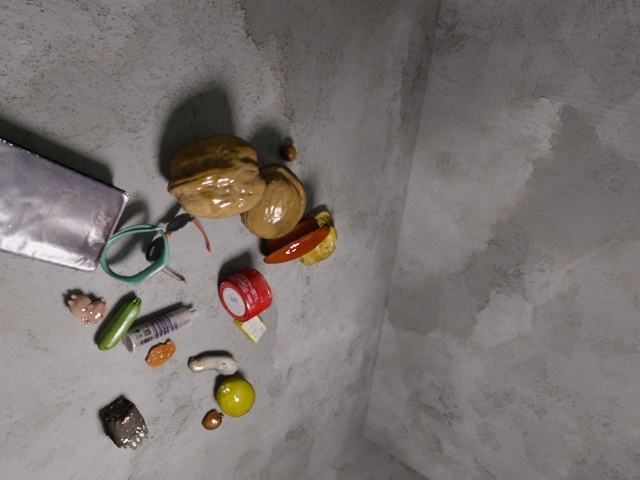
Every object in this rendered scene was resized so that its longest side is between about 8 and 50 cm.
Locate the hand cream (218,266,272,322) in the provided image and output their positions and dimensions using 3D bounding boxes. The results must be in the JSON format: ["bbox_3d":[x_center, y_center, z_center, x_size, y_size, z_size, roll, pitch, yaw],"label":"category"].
[{"bbox_3d":[-0.343,0.246,1.836,0.149,0.230,0.230,-28,127,-44],"label":"hand cream"}]

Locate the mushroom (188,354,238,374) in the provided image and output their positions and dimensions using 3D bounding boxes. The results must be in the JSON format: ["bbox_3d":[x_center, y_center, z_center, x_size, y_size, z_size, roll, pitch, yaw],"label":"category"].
[{"bbox_3d":[-0.497,0.584,1.906,0.278,0.096,0.099,27,39,-53],"label":"mushroom"}]

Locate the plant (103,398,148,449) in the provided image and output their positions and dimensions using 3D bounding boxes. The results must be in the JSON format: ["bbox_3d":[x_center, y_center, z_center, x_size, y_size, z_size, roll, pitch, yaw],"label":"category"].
[{"bbox_3d":[-0.762,0.727,1.580,0.132,0.129,0.194,-31,126,-39],"label":"plant"}]

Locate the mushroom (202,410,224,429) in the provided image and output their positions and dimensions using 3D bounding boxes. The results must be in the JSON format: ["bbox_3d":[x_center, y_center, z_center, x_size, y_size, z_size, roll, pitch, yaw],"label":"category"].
[{"bbox_3d":[-0.524,0.896,2.027,0.129,0.073,0.088,0,75,-56],"label":"mushroom"}]

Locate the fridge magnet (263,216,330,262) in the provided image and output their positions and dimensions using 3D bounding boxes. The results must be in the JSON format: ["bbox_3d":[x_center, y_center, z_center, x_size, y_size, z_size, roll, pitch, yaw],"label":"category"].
[{"bbox_3d":[-0.121,0.005,1.968,0.363,0.363,0.155,-28,89,-44],"label":"fridge magnet"}]

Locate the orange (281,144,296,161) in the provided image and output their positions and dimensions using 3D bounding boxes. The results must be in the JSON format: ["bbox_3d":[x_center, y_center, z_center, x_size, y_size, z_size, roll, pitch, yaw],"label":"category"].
[{"bbox_3d":[-0.149,-0.413,1.916,0.085,0.085,0.085,-27,126,-44],"label":"orange"}]

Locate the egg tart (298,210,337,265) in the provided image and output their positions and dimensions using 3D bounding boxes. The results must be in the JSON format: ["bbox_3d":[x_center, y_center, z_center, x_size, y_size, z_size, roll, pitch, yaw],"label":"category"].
[{"bbox_3d":[0.000,-0.004,2.265,0.341,0.129,0.341,-28,126,-46],"label":"egg tart"}]

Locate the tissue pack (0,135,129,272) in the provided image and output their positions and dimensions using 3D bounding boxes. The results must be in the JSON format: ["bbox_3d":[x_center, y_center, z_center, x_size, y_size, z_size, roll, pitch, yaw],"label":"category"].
[{"bbox_3d":[-0.795,-0.091,1.154,0.394,0.124,0.288,31,81,-54],"label":"tissue pack"}]

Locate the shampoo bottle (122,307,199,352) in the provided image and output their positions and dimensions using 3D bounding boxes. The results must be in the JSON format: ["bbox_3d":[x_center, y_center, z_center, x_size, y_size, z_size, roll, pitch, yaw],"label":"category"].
[{"bbox_3d":[-0.624,0.344,1.617,0.303,0.092,0.092,-22,123,-48],"label":"shampoo bottle"}]

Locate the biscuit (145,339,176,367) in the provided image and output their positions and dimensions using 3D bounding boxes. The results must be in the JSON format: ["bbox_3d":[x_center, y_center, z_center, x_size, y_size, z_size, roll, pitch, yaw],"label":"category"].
[{"bbox_3d":[-0.664,0.473,1.683,0.130,0.019,0.102,-30,129,-43],"label":"biscuit"}]

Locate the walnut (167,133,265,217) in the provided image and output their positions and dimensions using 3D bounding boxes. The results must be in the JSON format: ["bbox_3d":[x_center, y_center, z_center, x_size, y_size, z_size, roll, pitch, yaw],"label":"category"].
[{"bbox_3d":[-0.388,-0.227,1.485,0.344,0.306,0.306,-20,126,-15],"label":"walnut"}]

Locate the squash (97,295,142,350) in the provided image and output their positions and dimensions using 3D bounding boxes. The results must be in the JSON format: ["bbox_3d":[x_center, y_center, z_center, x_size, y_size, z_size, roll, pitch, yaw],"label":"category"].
[{"bbox_3d":[-0.729,0.303,1.472,0.068,0.077,0.219,35,71,-12],"label":"squash"}]

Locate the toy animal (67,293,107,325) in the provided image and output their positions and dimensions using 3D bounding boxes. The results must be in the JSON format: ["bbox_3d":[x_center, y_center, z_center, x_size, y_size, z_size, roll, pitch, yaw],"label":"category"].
[{"bbox_3d":[-0.784,0.228,1.367,0.083,0.089,0.150,-39,142,-6],"label":"toy animal"}]

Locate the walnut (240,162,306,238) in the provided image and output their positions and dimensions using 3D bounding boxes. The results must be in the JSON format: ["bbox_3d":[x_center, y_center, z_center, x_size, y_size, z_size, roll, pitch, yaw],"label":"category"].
[{"bbox_3d":[-0.210,-0.174,1.745,0.333,0.333,0.333,-27,126,-44],"label":"walnut"}]

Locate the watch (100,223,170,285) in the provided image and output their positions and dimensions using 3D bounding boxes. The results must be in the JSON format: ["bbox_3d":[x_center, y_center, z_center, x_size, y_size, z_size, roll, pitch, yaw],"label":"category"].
[{"bbox_3d":[-0.629,0.041,1.395,0.237,0.068,0.195,-35,98,-8],"label":"watch"}]

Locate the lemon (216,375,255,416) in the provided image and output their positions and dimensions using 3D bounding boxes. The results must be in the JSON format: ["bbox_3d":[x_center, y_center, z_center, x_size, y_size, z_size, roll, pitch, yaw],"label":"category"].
[{"bbox_3d":[-0.425,0.771,2.012,0.184,0.184,0.248,-49,129,-28],"label":"lemon"}]

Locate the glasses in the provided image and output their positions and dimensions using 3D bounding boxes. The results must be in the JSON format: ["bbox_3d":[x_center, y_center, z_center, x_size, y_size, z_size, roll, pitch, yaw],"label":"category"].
[{"bbox_3d":[-0.526,0.046,1.587,0.234,0.118,0.268,-58,143,-20],"label":"glasses"}]

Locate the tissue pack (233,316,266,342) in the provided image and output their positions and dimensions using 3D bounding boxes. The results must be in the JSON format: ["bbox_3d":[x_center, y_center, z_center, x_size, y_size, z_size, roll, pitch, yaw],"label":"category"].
[{"bbox_3d":[-0.354,0.429,2.044,0.095,0.062,0.176,-55,141,-25],"label":"tissue pack"}]
